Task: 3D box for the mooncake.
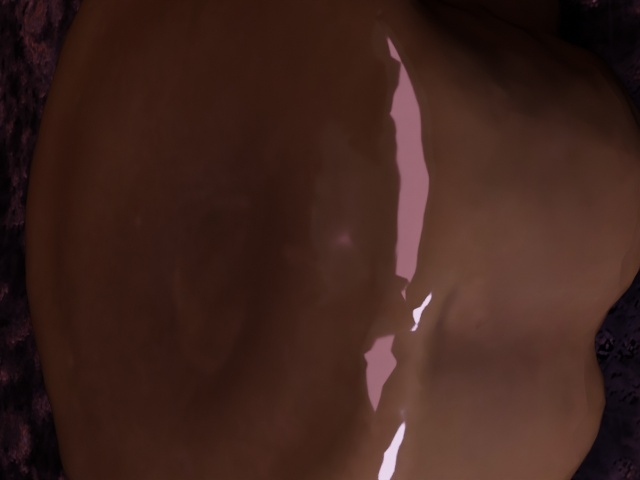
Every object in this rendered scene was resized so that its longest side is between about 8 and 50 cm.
[{"bbox_3d":[0.000,0.000,0.898,0.467,0.262,0.467,-9,79,51],"label":"mooncake"}]
